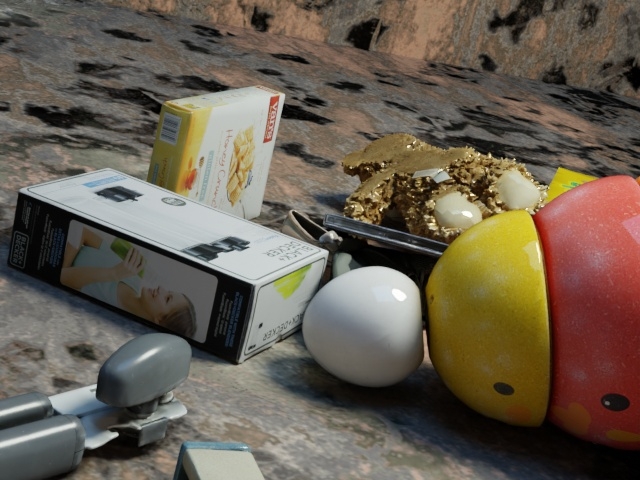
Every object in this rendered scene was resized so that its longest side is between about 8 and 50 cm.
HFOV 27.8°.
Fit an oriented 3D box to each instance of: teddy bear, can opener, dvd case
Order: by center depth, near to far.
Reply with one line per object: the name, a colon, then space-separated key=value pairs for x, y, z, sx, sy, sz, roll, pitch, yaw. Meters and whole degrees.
can opener: x=-0.211 y=0.125 z=0.973 sx=0.076 sy=0.095 sz=0.283 roll=25 pitch=20 yaw=34
dvd case: x=0.084 y=-0.002 z=1.473 sx=0.165 sy=0.018 sz=0.221 roll=15 pitch=0 yaw=1
teddy bear: x=0.158 y=-0.055 z=1.725 sx=0.245 sy=0.113 sz=0.338 roll=-35 pitch=27 yaw=-33

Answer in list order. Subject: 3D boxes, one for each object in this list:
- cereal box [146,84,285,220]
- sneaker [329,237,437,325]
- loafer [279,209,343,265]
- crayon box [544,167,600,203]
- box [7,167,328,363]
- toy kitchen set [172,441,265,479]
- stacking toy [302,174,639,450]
cereal box: x=-0.130 y=-0.094 z=1.580 sx=0.047 sy=0.173 sz=0.240 roll=21 pitch=20 yaw=21
sneaker: x=0.071 y=0.056 z=1.411 sx=0.130 sy=0.087 sz=0.227 roll=9 pitch=12 yaw=7
loafer: x=0.000 y=0.000 z=1.606 sx=0.125 sy=0.039 sz=0.045 roll=25 pitch=20 yaw=33
crayon box: x=0.449 y=0.017 z=1.782 sx=0.313 sy=0.106 sz=0.363 roll=17 pitch=18 yaw=11
box: x=-0.158 y=0.018 z=1.353 sx=0.290 sy=0.087 sz=0.169 roll=21 pitch=19 yaw=22
toy kitchen set: x=-0.150 y=0.185 z=0.715 sx=0.207 sy=0.166 sz=0.122 roll=5 pitch=20 yaw=-28
stacking toy: x=0.223 y=0.078 z=1.253 sx=0.480 sy=0.350 sz=0.350 roll=-5 pitch=17 yaw=4
